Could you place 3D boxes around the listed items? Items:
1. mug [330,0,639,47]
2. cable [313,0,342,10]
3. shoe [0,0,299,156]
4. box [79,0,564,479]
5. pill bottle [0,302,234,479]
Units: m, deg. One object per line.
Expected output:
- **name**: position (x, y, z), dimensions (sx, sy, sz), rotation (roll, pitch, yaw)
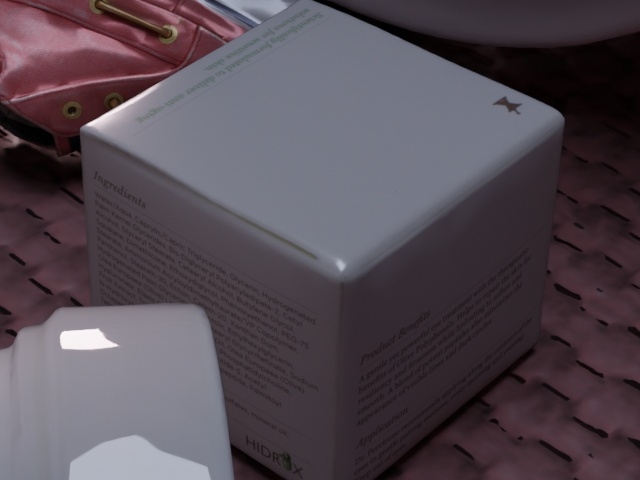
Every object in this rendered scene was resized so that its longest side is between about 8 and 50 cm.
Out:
- **mug**: position (0.125, -0.245, 0.710), dimensions (0.276, 0.374, 0.328), rotation (-19, 31, 49)
- **cable**: position (-0.054, -0.145, 0.779), dimensions (0.150, 0.047, 0.184), rotation (-12, 41, -17)
- **shoe**: position (-0.055, -0.055, 0.661), dimensions (0.178, 0.063, 0.081), rotation (30, 80, 3)
- **box**: position (0.000, 0.000, 0.563), dimensions (0.102, 0.087, 0.101), rotation (29, 45, 30)
- **pill bottle**: position (-0.157, 0.087, 0.384), dimensions (0.278, 0.162, 0.162), rotation (-3, 38, -6)
